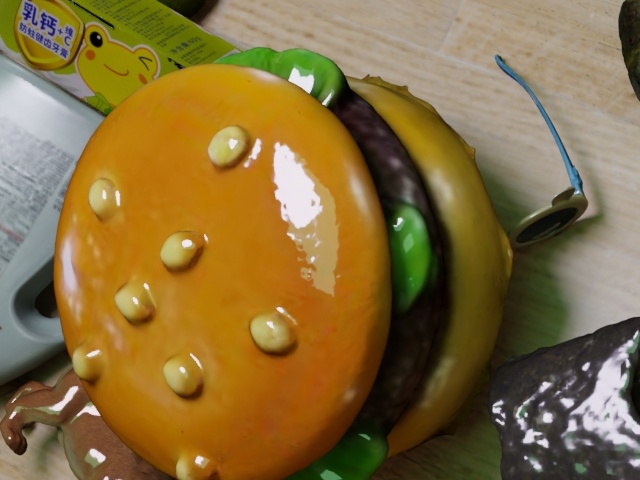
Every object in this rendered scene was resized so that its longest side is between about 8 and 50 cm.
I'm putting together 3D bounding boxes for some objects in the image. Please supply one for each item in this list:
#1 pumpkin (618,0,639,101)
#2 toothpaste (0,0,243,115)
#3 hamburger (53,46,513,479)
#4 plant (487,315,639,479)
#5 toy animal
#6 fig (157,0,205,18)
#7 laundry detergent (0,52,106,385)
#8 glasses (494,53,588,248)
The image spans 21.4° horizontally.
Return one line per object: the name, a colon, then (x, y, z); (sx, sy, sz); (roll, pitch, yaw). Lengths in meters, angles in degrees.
pumpkin: (0.375, -0.190, 1.521); (0.223, 0.157, 0.224); (-7, 77, 30)
toothpaste: (-0.190, -0.185, 1.735); (0.327, 0.077, 0.110); (32, 130, 18)
hamburger: (-0.056, 0.019, 1.491); (0.395, 0.277, 0.396); (2, 93, 40)
plant: (0.290, 0.157, 1.423); (0.276, 0.199, 0.188); (-9, 74, 26)
toy animal: (-0.211, 0.216, 1.673); (0.157, 0.097, 0.312); (-31, 62, -2)
fig: (-0.199, -0.265, 1.811); (0.177, 0.117, 0.117); (-31, 64, 22)
laundry detergent: (-0.334, 0.036, 1.729); (0.264, 0.125, 0.398); (32, 89, -4)
glasses: (0.153, -0.066, 1.638); (0.189, 0.088, 0.221); (-22, 47, 15)
